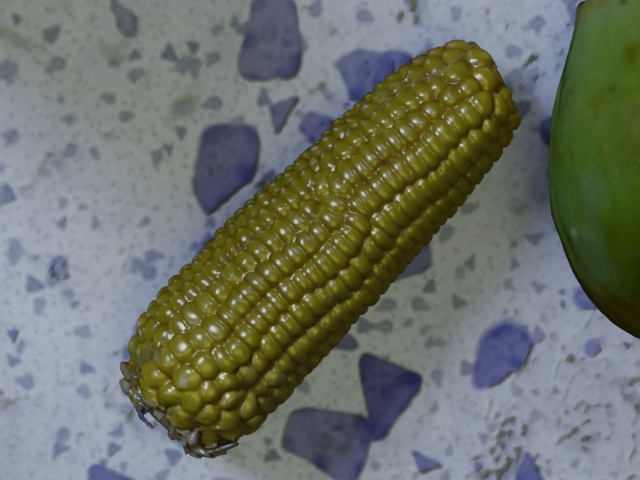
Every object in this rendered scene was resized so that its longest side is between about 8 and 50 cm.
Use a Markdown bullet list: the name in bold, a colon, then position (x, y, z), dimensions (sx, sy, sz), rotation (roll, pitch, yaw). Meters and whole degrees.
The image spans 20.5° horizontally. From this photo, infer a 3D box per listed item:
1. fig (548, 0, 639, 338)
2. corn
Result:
- **fig**: position (0.239, -0.048, 1.073), dimensions (0.207, 0.207, 0.230), rotation (-15, 109, -8)
- **corn**: position (0.000, 0.000, 1.087), dimensions (0.106, 0.106, 0.305), rotation (42, 91, -19)
